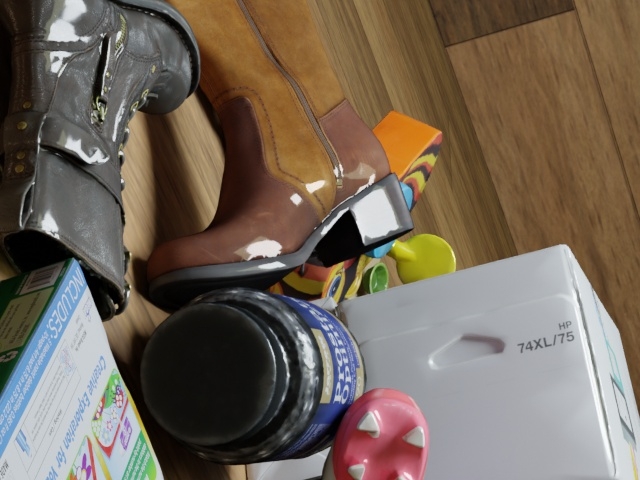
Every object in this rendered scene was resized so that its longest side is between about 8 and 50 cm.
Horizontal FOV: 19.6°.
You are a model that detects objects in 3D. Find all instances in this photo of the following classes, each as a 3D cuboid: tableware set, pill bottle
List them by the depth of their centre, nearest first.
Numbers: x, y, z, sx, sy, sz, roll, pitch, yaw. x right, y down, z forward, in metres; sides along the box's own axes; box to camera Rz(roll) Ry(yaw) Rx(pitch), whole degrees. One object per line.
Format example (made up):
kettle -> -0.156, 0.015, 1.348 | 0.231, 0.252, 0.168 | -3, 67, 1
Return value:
pill bottle -> -0.048, 0.096, 1.294 | 0.219, 0.122, 0.123 | 20, 56, -76
tableware set -> 0.024, 0.057, 1.744 | 0.154, 0.024, 0.104 | 20, 78, -59

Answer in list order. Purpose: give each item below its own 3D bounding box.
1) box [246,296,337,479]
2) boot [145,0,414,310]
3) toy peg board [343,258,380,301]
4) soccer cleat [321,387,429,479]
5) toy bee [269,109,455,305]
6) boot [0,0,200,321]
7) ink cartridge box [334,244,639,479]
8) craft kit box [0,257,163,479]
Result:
box -> 0.022, 0.194, 1.576 | 0.290, 0.087, 0.169 | 60, 19, -52
boot -> -0.072, -0.102, 1.394 | 0.264, 0.096, 0.280 | -21, 84, -36
toy peg board -> -0.003, -0.025, 1.817 | 0.161, 0.079, 0.161 | 63, 33, -43
soccer cleat -> 0.016, 0.224, 1.322 | 0.095, 0.083, 0.248 | -111, -140, -87
toy bee -> 0.000, 0.000, 1.620 | 0.195, 0.298, 0.162 | 40, -51, 33
boot -> -0.147, -0.057, 1.169 | 0.263, 0.091, 0.229 | 39, 42, -64
ink cartridge box -> 0.155, 0.151, 1.548 | 0.270, 0.198, 0.197 | 44, 34, -65
craft kit box -> -0.133, 0.171, 0.979 | 0.250, 0.061, 0.247 | -75, 146, -67
